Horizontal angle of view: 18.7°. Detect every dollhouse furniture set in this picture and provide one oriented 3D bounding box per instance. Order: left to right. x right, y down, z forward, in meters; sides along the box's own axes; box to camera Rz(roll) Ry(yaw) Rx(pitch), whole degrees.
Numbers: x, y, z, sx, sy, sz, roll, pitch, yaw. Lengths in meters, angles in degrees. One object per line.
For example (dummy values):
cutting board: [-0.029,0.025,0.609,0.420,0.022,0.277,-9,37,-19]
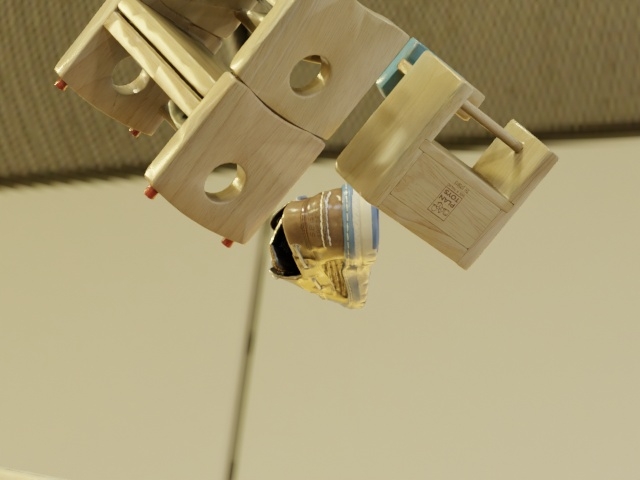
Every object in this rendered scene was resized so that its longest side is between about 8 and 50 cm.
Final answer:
dollhouse furniture set: [-0.008,-0.060,0.954,0.183,0.129,0.129,33,-81,-40]

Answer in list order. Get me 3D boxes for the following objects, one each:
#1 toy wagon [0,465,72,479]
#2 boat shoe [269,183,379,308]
toy wagon: [-0.249,0.341,1.425,0.267,0.344,0.068,4,-5,41]
boat shoe: [0.000,0.000,1.251,0.066,0.066,0.183,0,-17,-2]
